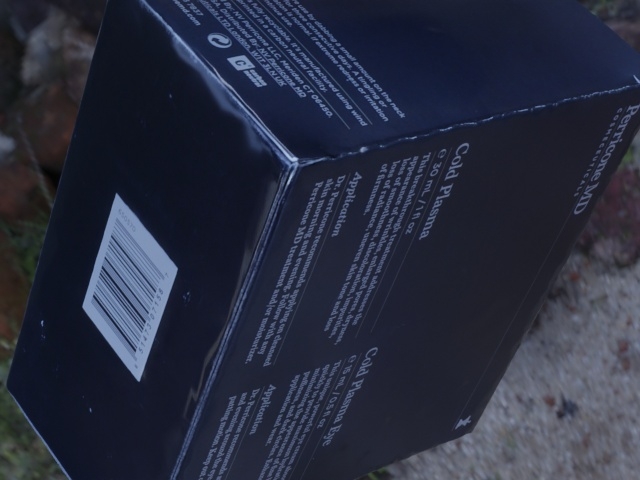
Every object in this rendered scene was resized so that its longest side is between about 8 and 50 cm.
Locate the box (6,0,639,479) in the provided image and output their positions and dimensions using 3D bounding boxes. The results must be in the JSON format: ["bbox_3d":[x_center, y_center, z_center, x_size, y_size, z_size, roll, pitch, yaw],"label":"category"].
[{"bbox_3d":[0.000,0.000,0.957,0.312,0.343,0.179,-14,50,-39],"label":"box"}]
